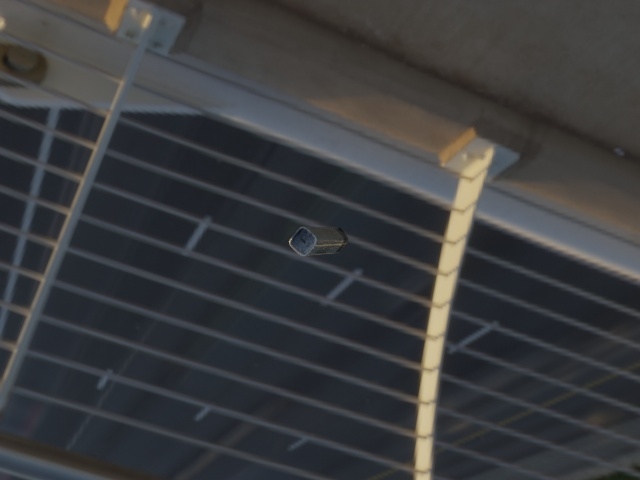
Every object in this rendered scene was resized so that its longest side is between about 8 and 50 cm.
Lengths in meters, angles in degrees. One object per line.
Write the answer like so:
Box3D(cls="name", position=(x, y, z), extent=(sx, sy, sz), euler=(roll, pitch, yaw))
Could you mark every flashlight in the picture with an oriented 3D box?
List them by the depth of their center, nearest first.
Box3D(cls="flashlight", position=(0.000, 0.000, 0.730), extent=(0.018, 0.018, 0.083), euler=(44, -167, 12))
